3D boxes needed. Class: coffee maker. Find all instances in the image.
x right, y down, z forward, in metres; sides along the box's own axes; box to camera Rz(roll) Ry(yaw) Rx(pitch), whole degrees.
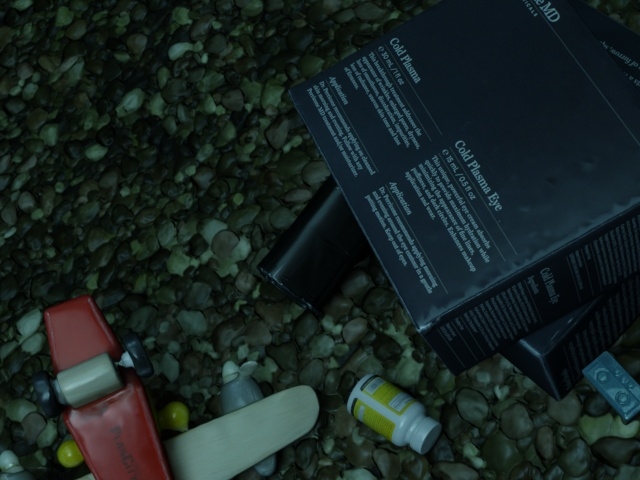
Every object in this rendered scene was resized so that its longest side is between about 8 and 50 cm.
[{"bbox_3d":[0.000,0.000,1.406,0.120,0.171,0.178,35,84,13],"label":"coffee maker"}]

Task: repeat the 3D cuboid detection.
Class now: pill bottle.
[{"bbox_3d":[0.097,0.228,1.329,0.116,0.065,0.065,31,80,29],"label":"pill bottle"}]

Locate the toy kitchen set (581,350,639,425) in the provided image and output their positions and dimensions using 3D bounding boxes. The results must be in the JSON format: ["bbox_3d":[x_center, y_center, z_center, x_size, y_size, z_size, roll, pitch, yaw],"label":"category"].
[{"bbox_3d":[0.442,0.152,1.203,0.207,0.122,0.166,-39,60,0],"label":"toy kitchen set"}]

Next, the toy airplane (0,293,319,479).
[{"bbox_3d":[-0.236,0.302,1.338,0.386,0.272,0.384,22,86,-10],"label":"toy airplane"}]

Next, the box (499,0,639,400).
[{"bbox_3d":[0.311,-0.052,1.291,0.395,0.212,0.293,-46,61,-4],"label":"box"}]

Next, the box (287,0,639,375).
[{"bbox_3d":[0.188,-0.085,1.127,0.313,0.179,0.343,-30,61,7],"label":"box"}]
